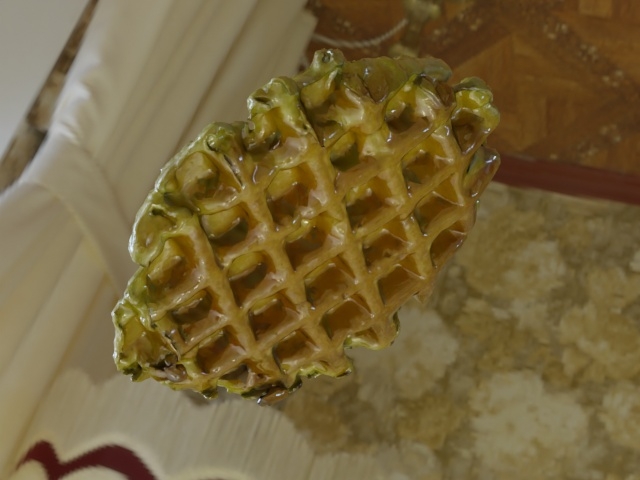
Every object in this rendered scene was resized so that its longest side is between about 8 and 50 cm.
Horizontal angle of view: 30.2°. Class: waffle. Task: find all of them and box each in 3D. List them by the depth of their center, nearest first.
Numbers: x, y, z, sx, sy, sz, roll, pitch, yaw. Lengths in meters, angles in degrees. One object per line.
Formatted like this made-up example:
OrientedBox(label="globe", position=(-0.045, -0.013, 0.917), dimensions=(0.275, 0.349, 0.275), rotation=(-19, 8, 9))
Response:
OrientedBox(label="waffle", position=(0.000, 0.000, 0.871), dimensions=(0.325, 0.068, 0.302), rotation=(2, 123, -41))
